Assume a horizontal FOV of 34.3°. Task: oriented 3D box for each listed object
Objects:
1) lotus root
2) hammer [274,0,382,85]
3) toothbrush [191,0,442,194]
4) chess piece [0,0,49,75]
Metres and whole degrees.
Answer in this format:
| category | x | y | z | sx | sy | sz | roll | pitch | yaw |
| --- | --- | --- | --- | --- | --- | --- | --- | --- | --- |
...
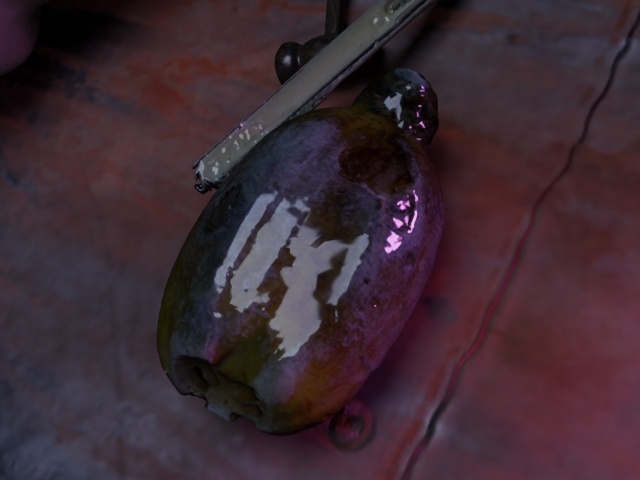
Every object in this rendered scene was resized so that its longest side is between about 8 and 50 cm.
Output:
| category | x | y | z | sx | sy | sz | roll | pitch | yaw |
| --- | --- | --- | --- | --- | --- | --- | --- | --- | --- |
| lotus root | 0.000 | 0.000 | 0.498 | 0.113 | 0.088 | 0.192 | 27 | 76 | 17 |
| hammer | 0.014 | -0.217 | 0.649 | 0.058 | 0.029 | 0.292 | -6 | 60 | 19 |
| toothbrush | 0.040 | -0.125 | 0.559 | 0.026 | 0.028 | 0.294 | 43 | 78 | 12 |
| chess piece | -0.137 | -0.226 | 0.625 | 0.299 | 0.194 | 0.194 | -17 | 58 | 11 |
